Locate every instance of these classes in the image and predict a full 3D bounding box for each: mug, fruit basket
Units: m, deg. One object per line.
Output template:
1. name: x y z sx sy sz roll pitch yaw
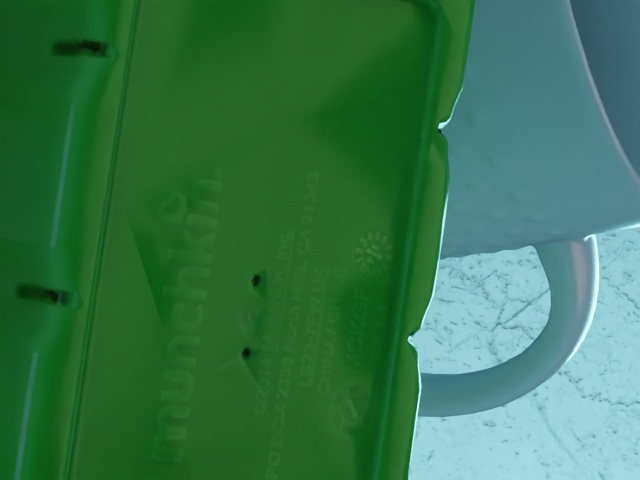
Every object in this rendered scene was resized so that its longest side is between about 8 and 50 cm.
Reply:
1. mug: 0.039 -0.074 0.926 0.276 0.328 0.374 -34 111 -60
2. fruit basket: -0.115 0.017 0.698 0.392 0.283 0.392 -14 -108 50
